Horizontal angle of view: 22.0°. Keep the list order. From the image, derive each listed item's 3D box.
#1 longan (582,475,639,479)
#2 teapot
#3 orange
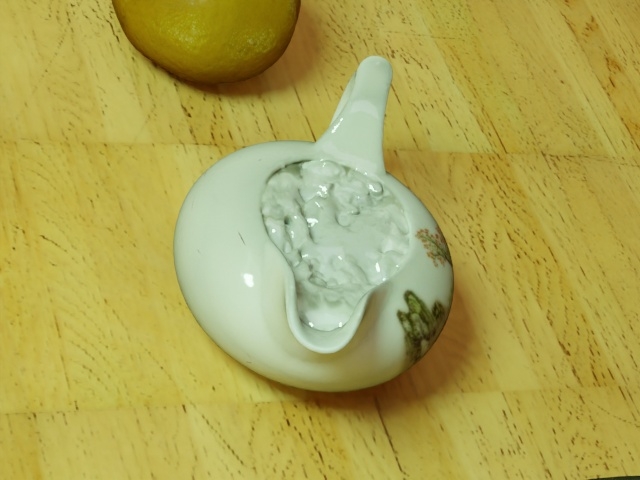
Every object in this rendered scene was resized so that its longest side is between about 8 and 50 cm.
[{"bbox_3d":[0.193,0.240,0.967,0.248,0.248,0.248,13,44,-13],"label":"longan"},{"bbox_3d":[0.000,0.000,1.166,0.204,0.139,0.298,14,44,-9],"label":"teapot"},{"bbox_3d":[-0.089,-0.205,1.325,0.159,0.136,0.159,12,42,-11],"label":"orange"}]
